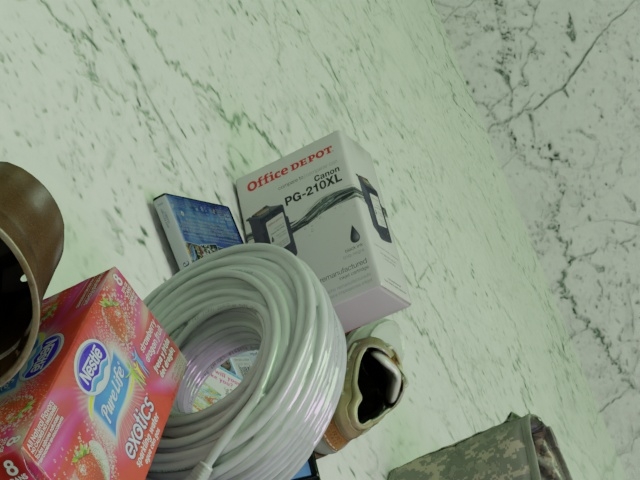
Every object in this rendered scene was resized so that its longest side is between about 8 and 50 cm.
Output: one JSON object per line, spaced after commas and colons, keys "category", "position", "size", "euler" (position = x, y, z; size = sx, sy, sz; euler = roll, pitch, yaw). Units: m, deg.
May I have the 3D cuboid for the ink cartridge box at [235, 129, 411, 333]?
{"category": "ink cartridge box", "position": [0.000, 0.000, 1.675], "size": [0.100, 0.172, 0.237], "euler": [34, 37, -55]}

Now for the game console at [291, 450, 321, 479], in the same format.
{"category": "game console", "position": [-0.061, 0.227, 1.394], "size": [0.071, 0.107, 0.122], "euler": [90, -13, -65]}

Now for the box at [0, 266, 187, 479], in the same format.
{"category": "box", "position": [-0.215, 0.150, 1.035], "size": [0.122, 0.128, 0.257], "euler": [57, 22, -22]}

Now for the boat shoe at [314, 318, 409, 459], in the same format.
{"category": "boat shoe", "position": [0.061, 0.183, 1.649], "size": [0.113, 0.103, 0.302], "euler": [62, 31, -13]}

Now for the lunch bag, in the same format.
{"category": "lunch bag", "position": [0.230, 0.394, 1.706], "size": [0.169, 0.235, 0.287], "euler": [30, 40, -49]}

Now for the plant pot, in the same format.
{"category": "plant pot", "position": [-0.280, 0.016, 0.998], "size": [0.167, 0.167, 0.165], "euler": [59, 14, -16]}

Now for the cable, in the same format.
{"category": "cable", "position": [-0.091, 0.126, 1.180], "size": [0.089, 0.257, 0.257], "euler": [49, -2, -39]}

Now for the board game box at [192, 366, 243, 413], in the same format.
{"category": "board game box", "position": [-0.108, 0.179, 1.338], "size": [0.154, 0.026, 0.103], "euler": [32, 33, -22]}

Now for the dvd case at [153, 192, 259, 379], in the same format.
{"category": "dvd case", "position": [-0.108, 0.067, 1.527], "size": [0.253, 0.022, 0.180], "euler": [67, 17, 12]}
